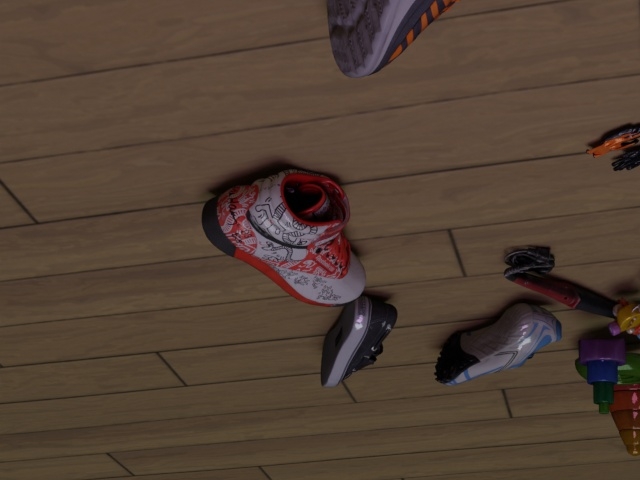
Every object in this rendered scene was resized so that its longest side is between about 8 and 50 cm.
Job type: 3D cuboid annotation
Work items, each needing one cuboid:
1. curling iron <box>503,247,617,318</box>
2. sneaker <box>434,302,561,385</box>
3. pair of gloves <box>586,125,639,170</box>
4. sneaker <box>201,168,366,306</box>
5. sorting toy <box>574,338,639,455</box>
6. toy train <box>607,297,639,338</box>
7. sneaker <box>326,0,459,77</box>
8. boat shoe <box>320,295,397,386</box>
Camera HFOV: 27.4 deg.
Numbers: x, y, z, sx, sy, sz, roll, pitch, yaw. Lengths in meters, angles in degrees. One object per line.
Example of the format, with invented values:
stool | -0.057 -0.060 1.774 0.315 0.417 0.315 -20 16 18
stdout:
curling iron | 0.343 0.070 1.782 0.068 0.035 0.274 -23 144 37
sneaker | 0.252 0.162 1.902 0.086 0.085 0.237 27 144 -24
pair of gloves | 0.350 -0.104 1.481 0.074 0.010 0.083 -25 146 36
sneaker | -0.001 0.001 1.592 0.145 0.090 0.270 -22 143 39
sorting toy | 0.450 0.242 1.959 0.127 0.126 0.365 -4 163 22
toy train | 0.458 0.082 1.805 0.125 0.046 0.166 -9 151 -30
sneaker | 0.124 -0.229 1.127 0.180 0.124 0.321 -6 169 -20
boat shoe | 0.056 0.150 1.898 0.076 0.080 0.228 8 144 -12
